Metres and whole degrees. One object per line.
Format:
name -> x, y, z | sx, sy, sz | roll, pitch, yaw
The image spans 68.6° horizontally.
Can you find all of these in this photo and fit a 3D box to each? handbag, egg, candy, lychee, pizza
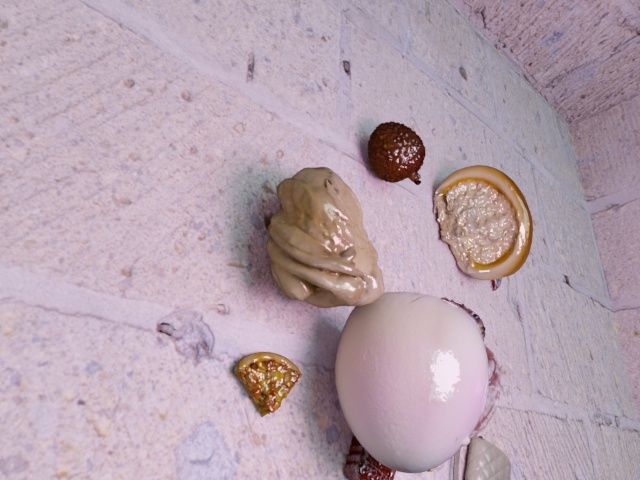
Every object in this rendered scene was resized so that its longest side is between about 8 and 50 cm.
handbag -> 0.466, 0.701, 1.376 | 0.219, 0.079, 0.256 | 42, 47, -19
egg -> 0.196, 0.341, 1.055 | 0.354, 0.354, 0.340 | 40, 44, -25
candy -> 0.385, 0.424, 1.327 | 0.214, 0.157, 0.289 | 36, 64, 11
lychee -> 0.246, -0.271, 1.502 | 0.200, 0.200, 0.238 | -16, 70, -46
pizza -> -0.105, 0.307, 1.013 | 0.175, 0.046, 0.134 | 9, 67, -42

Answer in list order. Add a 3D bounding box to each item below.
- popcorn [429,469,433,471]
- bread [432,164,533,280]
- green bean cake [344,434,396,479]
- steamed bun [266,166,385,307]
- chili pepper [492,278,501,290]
popcorn -> 0.270, 0.567, 1.253 | 0.084, 0.084, 0.084 | 19, 60, -38
bread -> 0.590, -0.061, 1.746 | 0.245, 0.329, 0.424 | 53, 20, -82
green bean cake -> 0.129, 0.532, 1.136 | 0.135, 0.056, 0.135 | 42, 48, -21
steamed bun -> -0.001, 0.002, 1.107 | 0.325, 0.230, 0.372 | 20, 46, -65
chili pepper -> 0.702, 0.128, 1.874 | 0.050, 0.041, 0.153 | 6, 60, 4
